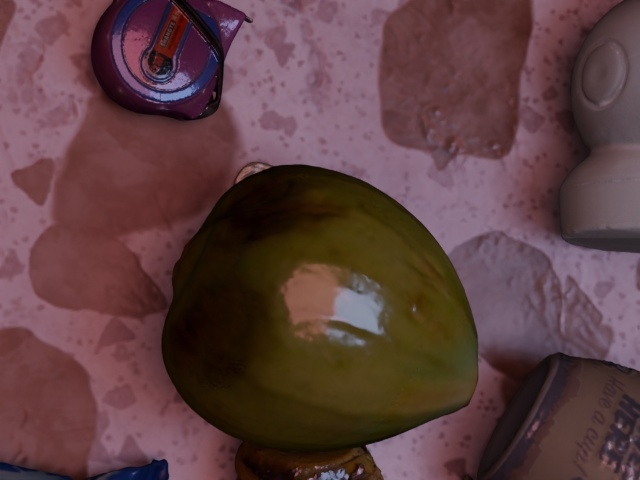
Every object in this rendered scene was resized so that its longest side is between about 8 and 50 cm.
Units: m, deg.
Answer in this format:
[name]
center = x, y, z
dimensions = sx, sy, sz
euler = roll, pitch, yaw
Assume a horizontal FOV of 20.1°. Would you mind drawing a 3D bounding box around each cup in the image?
[cup]
center = 0.259, 0.250, 1.601
dimensions = 0.257, 0.227, 0.301
euler = 31, 112, 2

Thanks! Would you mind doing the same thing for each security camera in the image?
[security camera]
center = 0.311, -0.109, 1.609
dimensions = 0.194, 0.194, 0.236
euler = 7, 82, -13

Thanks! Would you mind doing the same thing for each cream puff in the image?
[cream puff]
center = -0.009, 0.210, 1.562
dimensions = 0.133, 0.119, 0.104
euler = 7, 112, 4

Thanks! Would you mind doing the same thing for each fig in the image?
[fig]
center = 0.006, 0.070, 1.502
dimensions = 0.271, 0.239, 0.239
euler = 29, 83, -6

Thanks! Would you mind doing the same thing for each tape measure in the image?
[tape measure]
center = -0.134, -0.164, 1.560
dimensions = 0.125, 0.074, 0.118
euler = 26, 78, -16

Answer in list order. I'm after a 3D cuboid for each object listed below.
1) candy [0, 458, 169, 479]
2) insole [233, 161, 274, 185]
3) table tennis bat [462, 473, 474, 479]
[candy]
center = -0.299, 0.249, 1.514
dimensions = 0.331, 0.077, 0.187
euler = 13, 88, -15
[insole]
center = 0.000, 0.000, 1.620
dimensions = 0.192, 0.010, 0.063
euler = 37, 81, -9
[table tennis bat]
center = 0.086, 0.313, 1.630
dimensions = 0.130, 0.019, 0.220
euler = 34, 83, -12
